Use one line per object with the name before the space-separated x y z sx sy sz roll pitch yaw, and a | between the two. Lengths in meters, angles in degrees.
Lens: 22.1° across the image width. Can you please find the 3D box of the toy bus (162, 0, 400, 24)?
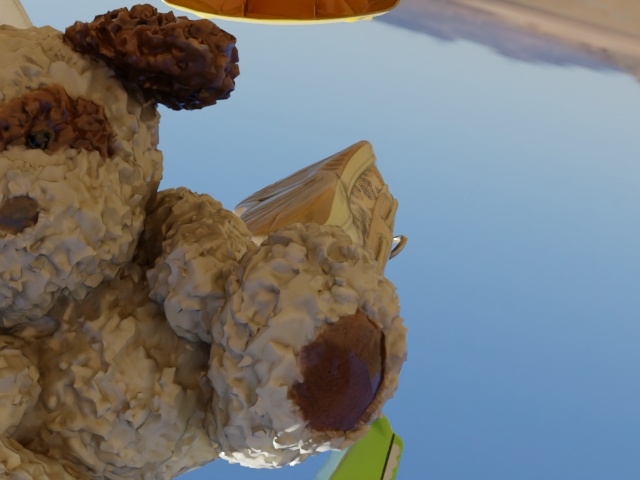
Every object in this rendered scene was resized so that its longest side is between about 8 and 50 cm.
toy bus | -0.017 -0.229 0.961 0.149 0.220 0.211 1 -178 2

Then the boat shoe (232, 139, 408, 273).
boat shoe | 0.000 0.000 1.096 0.105 0.089 0.285 -27 -173 13

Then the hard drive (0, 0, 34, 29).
hard drive | -0.275 -0.033 1.210 0.353 0.233 0.047 67 176 -52

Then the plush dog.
plush dog | -0.116 0.008 0.753 0.262 0.225 0.210 -23 -171 -1

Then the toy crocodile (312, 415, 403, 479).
toy crocodile | -0.020 0.276 1.103 0.105 0.340 0.115 19 170 -9
